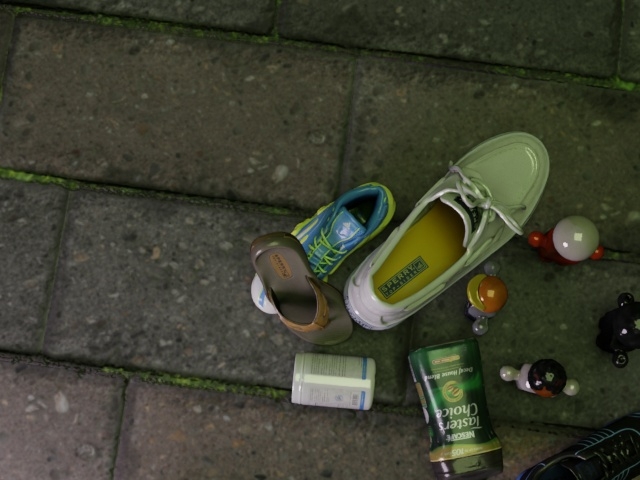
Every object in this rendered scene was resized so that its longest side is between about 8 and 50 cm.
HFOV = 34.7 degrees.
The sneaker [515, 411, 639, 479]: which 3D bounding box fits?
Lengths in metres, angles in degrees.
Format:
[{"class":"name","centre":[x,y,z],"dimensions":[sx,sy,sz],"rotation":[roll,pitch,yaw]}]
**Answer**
[{"class":"sneaker","centre":[0.365,0.292,1.334],"dimensions":[0.232,0.090,0.081],"rotation":[-27,81,-4]}]

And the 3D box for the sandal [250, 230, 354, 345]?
[{"class":"sandal","centre":[-0.022,0.075,1.326],"dimensions":[0.090,0.219,0.060],"rotation":[-21,43,8]}]

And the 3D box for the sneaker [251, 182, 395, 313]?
[{"class":"sneaker","centre":[0.000,0.000,1.366],"dimensions":[0.240,0.126,0.091],"rotation":[-44,83,-7]}]

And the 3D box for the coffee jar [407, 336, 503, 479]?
[{"class":"coffee jar","centre":[0.180,0.226,1.351],"dimensions":[0.096,0.079,0.184],"rotation":[-12,81,-2]}]

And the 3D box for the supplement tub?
[{"class":"supplement tub","centre":[0.018,0.187,1.362],"dimensions":[0.107,0.071,0.071],"rotation":[6,80,1]}]

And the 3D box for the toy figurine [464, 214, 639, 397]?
[{"class":"toy figurine","centre":[0.307,0.094,1.339],"dimensions":[0.210,0.148,0.213],"rotation":[-29,82,-5]}]

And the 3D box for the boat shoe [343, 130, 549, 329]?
[{"class":"boat shoe","centre":[0.184,-0.032,1.336],"dimensions":[0.367,0.156,0.136],"rotation":[-38,86,-17]}]
